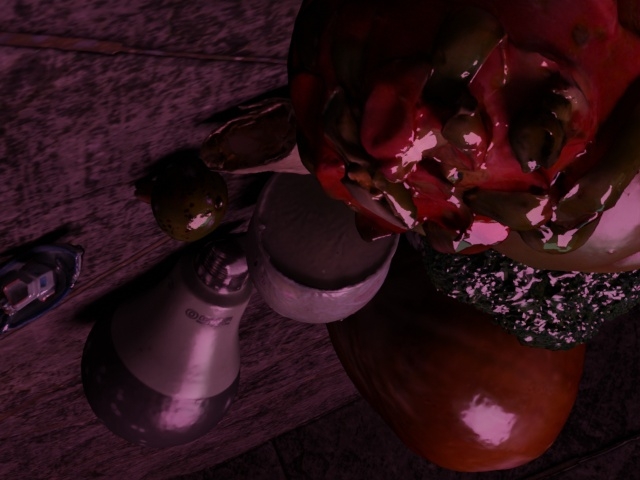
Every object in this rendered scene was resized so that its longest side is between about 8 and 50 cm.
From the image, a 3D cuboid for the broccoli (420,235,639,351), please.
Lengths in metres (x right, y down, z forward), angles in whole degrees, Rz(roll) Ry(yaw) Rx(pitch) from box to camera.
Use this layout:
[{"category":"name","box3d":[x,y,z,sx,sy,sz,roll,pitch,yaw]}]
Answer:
[{"category":"broccoli","box3d":[0.232,-0.038,1.623,0.308,0.308,0.275,-17,-168,-24]}]

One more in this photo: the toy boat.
[{"category":"toy boat","box3d":[-0.270,0.043,1.453,0.140,0.059,0.066,-31,-177,29]}]

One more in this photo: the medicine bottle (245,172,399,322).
[{"category":"medicine bottle","box3d":[0.000,0.000,1.557,0.147,0.147,0.143,-20,165,-11]}]

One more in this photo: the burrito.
[{"category":"burrito","box3d":[-0.006,-0.087,1.361,0.087,0.060,0.226,-24,169,30]}]

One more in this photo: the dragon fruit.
[{"category":"dragon fruit","box3d":[0.108,-0.112,0.997,0.231,0.237,0.303,10,-159,19]}]

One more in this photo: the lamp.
[{"category":"lamp","box3d":[-0.171,0.105,1.752,0.182,0.182,0.314,-17,147,-24]}]

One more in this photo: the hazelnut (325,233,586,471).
[{"category":"hazelnut","box3d":[0.173,0.126,2.053,0.315,0.372,0.372,-65,168,-4]}]

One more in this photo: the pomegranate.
[{"category":"pomegranate","box3d":[-0.120,-0.041,1.367,0.073,0.084,0.073,-50,166,-17]}]

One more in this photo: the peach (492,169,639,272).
[{"category":"peach","box3d":[0.237,-0.102,1.330,0.292,0.247,0.292,-24,142,-20]}]

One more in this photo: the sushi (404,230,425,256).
[{"category":"sushi","box3d":[0.162,-0.041,1.826,0.078,0.090,0.150,-10,165,-36]}]
